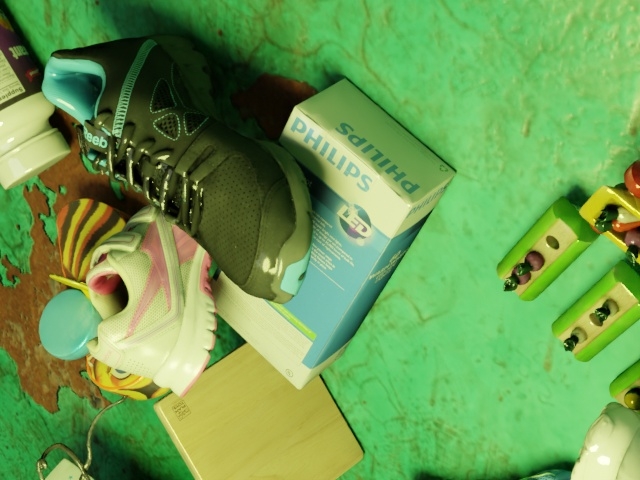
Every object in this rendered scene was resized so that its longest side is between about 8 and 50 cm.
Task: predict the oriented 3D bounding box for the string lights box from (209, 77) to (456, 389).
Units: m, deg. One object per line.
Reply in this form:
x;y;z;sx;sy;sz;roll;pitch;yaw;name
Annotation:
0.000;0.000;1.185;0.133;0.076;0.260;42;134;13;string lights box

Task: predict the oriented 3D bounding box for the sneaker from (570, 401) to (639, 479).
0.269;0.203;1.020;0.115;0.090;0.232;18;158;39;sneaker

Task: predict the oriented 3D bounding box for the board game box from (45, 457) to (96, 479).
-0.175;0.396;1.472;0.303;0.097;0.224;29;158;31;board game box

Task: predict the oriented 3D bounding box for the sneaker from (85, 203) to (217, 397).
-0.156;0.016;1.226;0.111;0.252;0.103;15;140;-20;sneaker

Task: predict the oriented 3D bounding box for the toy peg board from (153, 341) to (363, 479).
-0.071;0.190;1.305;0.161;0.161;0.079;60;150;-4;toy peg board

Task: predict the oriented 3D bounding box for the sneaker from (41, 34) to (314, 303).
-0.126;-0.060;1.131;0.341;0.139;0.125;48;131;41;sneaker

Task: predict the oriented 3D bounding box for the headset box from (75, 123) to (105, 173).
-0.194;-0.095;1.282;0.083;0.062;0.032;38;141;56;headset box

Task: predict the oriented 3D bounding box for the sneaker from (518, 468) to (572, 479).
0.173;0.245;1.191;0.240;0.091;0.126;24;103;35;sneaker

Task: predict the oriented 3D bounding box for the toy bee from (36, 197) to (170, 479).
-0.184;0.096;1.325;0.162;0.195;0.298;-12;89;25;toy bee

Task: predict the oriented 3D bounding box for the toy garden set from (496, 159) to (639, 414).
0.251;0.069;1.000;0.244;0.049;0.204;47;148;9;toy garden set

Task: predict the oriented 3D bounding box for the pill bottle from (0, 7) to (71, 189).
-0.339;-0.155;1.360;0.108;0.108;0.194;-27;96;45;pill bottle
